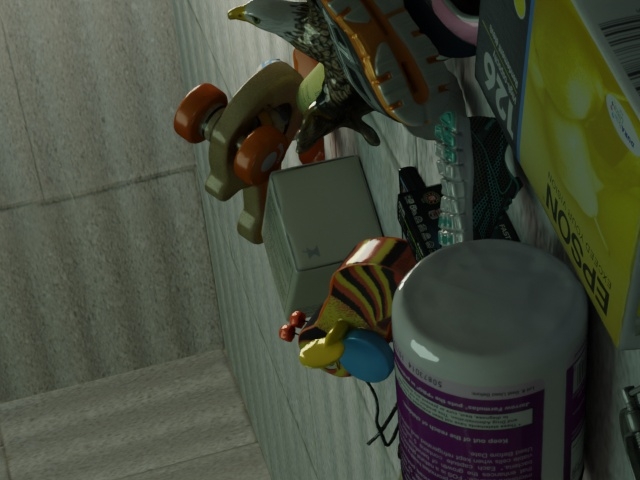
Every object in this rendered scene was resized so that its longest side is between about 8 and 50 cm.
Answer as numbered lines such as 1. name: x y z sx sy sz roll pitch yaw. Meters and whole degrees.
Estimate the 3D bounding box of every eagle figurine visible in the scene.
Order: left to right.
1. eagle figurine: 0.019 -0.224 1.516 0.298 0.225 0.226 93 155 -46

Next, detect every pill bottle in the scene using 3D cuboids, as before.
1. pill bottle: 0.152 0.161 1.437 0.169 0.169 0.302 -115 15 -50

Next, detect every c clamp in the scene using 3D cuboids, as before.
1. c clamp: 0.259 0.190 1.267 0.137 0.022 0.161 104 150 -84

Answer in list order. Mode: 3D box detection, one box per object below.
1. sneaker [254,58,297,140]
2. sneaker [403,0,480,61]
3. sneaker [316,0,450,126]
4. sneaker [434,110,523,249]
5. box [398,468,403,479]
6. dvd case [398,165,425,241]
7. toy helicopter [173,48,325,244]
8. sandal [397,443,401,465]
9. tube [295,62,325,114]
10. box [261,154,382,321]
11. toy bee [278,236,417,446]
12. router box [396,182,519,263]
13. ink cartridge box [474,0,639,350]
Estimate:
1. sneaker: -0.077 -0.219 2.499 0.237 0.086 0.085 -119 16 -62
2. sneaker: 0.099 -0.310 1.340 0.131 0.112 0.319 5 114 64
3. sneaker: 0.032 -0.192 1.343 0.215 0.084 0.083 69 162 -9
4. sneaker: 0.148 -0.036 1.456 0.065 0.076 0.167 -140 46 -70
5. box: 0.137 0.269 1.753 0.244 0.060 0.101 123 166 -62
6. dvd case: 0.131 0.063 1.870 0.180 0.022 0.253 -113 13 -49
7. toy helicopter: -0.075 -0.124 2.292 0.140 0.235 0.355 35 152 20
8. sandal: 0.141 0.249 1.952 0.219 0.090 0.060 -169 87 -87
9. tube: 0.018 -0.204 2.056 0.070 0.062 0.240 39 168 -6
10. box: 0.000 0.000 2.225 0.232 0.126 0.149 105 150 -70
11. toy bee: 0.026 0.109 1.894 0.195 0.162 0.298 -36 -36 -60
12. router box: 0.135 -0.002 1.542 0.038 0.092 0.122 88 164 -50
13. ink cartridge box: 0.191 -0.079 1.189 0.307 0.072 0.304 90 163 -48
